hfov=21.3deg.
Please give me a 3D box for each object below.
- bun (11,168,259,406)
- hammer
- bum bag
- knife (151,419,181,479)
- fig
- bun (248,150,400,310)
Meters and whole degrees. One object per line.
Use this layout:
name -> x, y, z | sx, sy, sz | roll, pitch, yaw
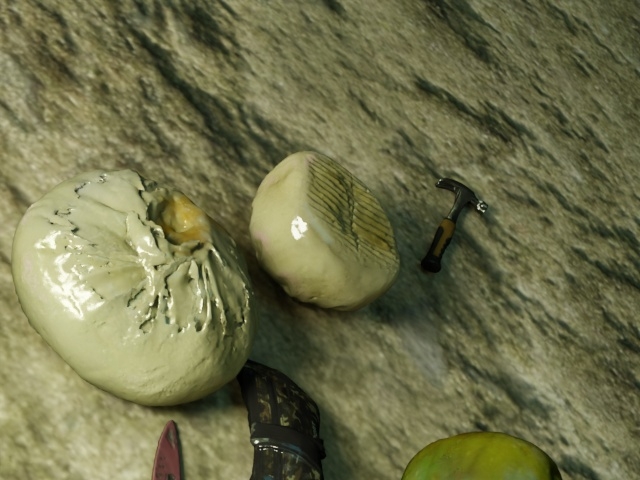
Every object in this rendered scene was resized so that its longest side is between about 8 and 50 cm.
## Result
bun -> -0.180, 0.037, 1.815 | 0.287, 0.146, 0.287 | 25, 42, -25
hammer -> 0.168, -0.020, 2.279 | 0.078, 0.021, 0.201 | 39, 37, -5
bum bag -> -0.037, 0.230, 1.821 | 0.102, 0.069, 0.248 | 9, 45, -15
knife -> -0.156, 0.278, 1.714 | 0.035, 0.018, 0.247 | 19, 41, -23
fig -> 0.166, 0.300, 1.848 | 0.181, 0.181, 0.191 | 43, 56, 0
bun -> 0.000, 0.000, 2.031 | 0.193, 0.128, 0.178 | 33, 37, -32
